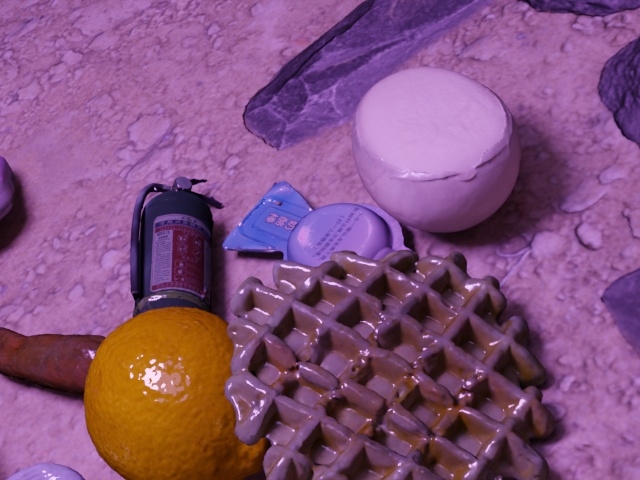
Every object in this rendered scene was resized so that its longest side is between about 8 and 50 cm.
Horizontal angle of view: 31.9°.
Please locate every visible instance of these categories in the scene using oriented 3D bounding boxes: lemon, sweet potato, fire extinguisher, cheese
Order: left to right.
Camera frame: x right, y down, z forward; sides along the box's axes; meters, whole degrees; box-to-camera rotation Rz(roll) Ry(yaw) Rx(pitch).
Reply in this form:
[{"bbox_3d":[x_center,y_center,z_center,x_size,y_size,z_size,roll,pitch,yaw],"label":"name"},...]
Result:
[{"bbox_3d":[-0.325,0.140,1.324,0.273,0.075,0.075,3,52,36],"label":"sweet potato"},{"bbox_3d":[-0.174,0.014,1.336,0.093,0.118,0.294,-54,28,38],"label":"fire extinguisher"},{"bbox_3d":[-0.140,0.162,1.119,0.187,0.187,0.244,-45,49,-16],"label":"lemon"},{"bbox_3d":[0.000,0.000,1.289,0.245,0.052,0.135,21,60,41],"label":"cheese"}]

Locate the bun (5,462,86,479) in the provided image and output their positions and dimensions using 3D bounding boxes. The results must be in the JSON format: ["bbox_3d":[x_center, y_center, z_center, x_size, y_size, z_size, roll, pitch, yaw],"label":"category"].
[{"bbox_3d":[-0.281,0.299,1.142,0.141,0.083,0.140,-12,56,18],"label":"bun"}]

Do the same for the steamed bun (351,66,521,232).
[{"bbox_3d":[0.127,-0.094,1.250,0.177,0.130,0.228,-23,41,-7],"label":"steamed bun"}]

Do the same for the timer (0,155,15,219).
[{"bbox_3d":[-0.517,-0.042,1.559,0.191,0.069,0.208,-26,23,-2],"label":"timer"}]

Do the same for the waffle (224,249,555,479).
[{"bbox_3d":[0.063,0.119,1.055,0.309,0.056,0.291,-2,50,-10],"label":"waffle"}]
